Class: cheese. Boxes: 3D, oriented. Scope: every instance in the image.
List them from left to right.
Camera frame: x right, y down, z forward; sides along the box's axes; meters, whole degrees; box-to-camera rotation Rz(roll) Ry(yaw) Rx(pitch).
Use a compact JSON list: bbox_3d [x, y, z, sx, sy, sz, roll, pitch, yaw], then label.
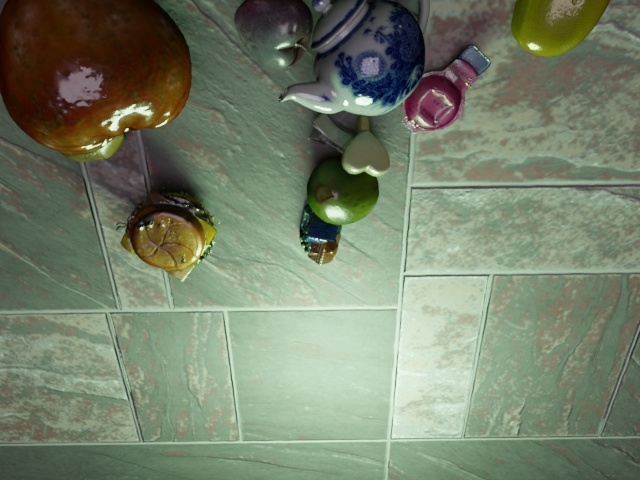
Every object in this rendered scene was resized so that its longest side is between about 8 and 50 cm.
[{"bbox_3d":[0.297,-0.359,1.440,0.155,0.062,0.244,34,116,-21],"label":"cheese"}]

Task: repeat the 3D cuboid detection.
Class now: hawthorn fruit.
[{"bbox_3d":[-0.477,-0.392,1.248,0.404,0.402,0.402,0,123,0],"label":"hawthorn fruit"}]

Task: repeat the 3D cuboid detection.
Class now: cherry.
[{"bbox_3d":[-0.100,-0.464,1.322,0.176,0.140,0.176,21,139,20],"label":"cherry"}]

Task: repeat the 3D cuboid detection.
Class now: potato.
[{"bbox_3d":[-0.576,-0.257,1.463,0.176,0.137,0.137,8,123,-8],"label":"potato"}]

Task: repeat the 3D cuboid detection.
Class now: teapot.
[{"bbox_3d":[0.083,-0.419,1.286,0.280,0.252,0.424,43,81,-24],"label":"teapot"}]

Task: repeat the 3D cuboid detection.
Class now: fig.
[{"bbox_3d":[0.050,-0.126,1.531,0.181,0.191,0.180,7,104,29],"label":"fig"}]

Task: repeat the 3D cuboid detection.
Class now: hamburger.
[{"bbox_3d":[-0.404,-0.030,1.604,0.262,0.138,0.243,33,115,-20],"label":"hamburger"}]

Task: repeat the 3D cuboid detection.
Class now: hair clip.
[{"bbox_3d":[0.081,-0.241,1.476,0.219,0.159,0.071,34,158,7],"label":"hair clip"}]

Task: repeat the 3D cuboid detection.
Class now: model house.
[{"bbox_3d":[0.000,0.000,1.622,0.120,0.148,0.148,12,120,-7],"label":"model house"}]

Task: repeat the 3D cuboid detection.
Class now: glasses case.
[{"bbox_3d":[0.532,-0.575,1.253,0.174,0.141,0.370,4,123,-4],"label":"glasses case"}]
